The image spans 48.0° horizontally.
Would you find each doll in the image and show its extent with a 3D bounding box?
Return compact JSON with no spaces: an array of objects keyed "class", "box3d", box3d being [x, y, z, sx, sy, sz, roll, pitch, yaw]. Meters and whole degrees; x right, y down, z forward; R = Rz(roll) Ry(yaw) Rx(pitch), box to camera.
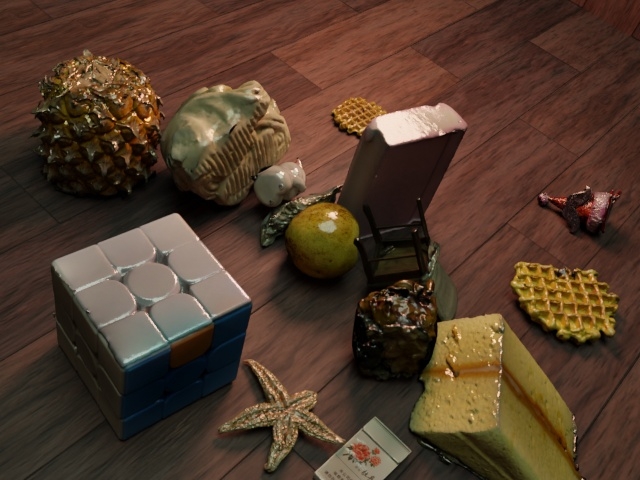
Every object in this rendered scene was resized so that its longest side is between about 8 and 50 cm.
[{"class":"doll","box3d":[-0.103,-0.155,1.930,0.107,0.110,0.181,44,28,16]}]

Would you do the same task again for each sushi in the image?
[{"class":"sushi","box3d":[0.183,0.196,1.668,0.213,0.200,0.204,9,43,-7]}]

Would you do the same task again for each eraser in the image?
[{"class":"eraser","box3d":[0.204,-0.178,1.901,0.272,0.359,0.122,-16,55,-26]}]

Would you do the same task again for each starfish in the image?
[{"class":"starfish","box3d":[-0.098,0.369,1.530,0.231,0.048,0.295,-31,61,-35]}]

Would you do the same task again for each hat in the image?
[{"class":"hat","box3d":[0.773,-0.111,2.177,0.227,0.140,0.129,17,35,17]}]

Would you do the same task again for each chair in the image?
[{"class":"chair","box3d":[0.218,0.062,1.807,0.186,0.319,0.160,-7,39,21]}]

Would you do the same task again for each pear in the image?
[{"class":"pear","box3d":[0.000,0.000,1.800,0.197,0.197,0.197,8,47,-9]}]

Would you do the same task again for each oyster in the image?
[{"class":"oyster","box3d":[-0.043,-0.089,1.913,0.199,0.087,0.252,-16,18,27]}]

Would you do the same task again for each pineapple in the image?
[{"class":"pineapple","box3d":[-0.575,-0.304,1.846,0.352,0.300,0.352,7,42,-6]}]

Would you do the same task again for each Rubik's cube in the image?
[{"class":"Rubik's cube","box3d":[-0.347,0.171,1.471,0.290,0.291,0.291,-25,59,-32]}]

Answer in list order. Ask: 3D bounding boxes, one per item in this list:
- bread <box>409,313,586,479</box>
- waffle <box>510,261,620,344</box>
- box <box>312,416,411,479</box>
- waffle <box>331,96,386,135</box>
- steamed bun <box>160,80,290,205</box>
[{"class":"bread","box3d":[0.415,0.417,1.652,0.405,0.242,0.345,51,42,-15]},{"class":"waffle","box3d":[0.660,0.154,1.935,0.309,0.065,0.283,43,53,18]},{"class":"box","box3d":[0.089,0.467,1.507,0.109,0.029,0.198,41,51,21]},{"class":"waffle","box3d":[0.129,-0.395,2.298,0.191,0.038,0.191,9,47,-9]},{"class":"steamed bun","box3d":[-0.272,-0.275,1.871,0.237,0.346,0.394,34,30,22]}]
